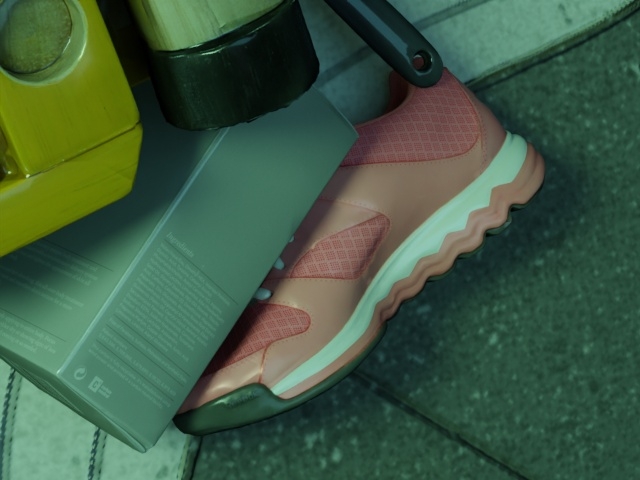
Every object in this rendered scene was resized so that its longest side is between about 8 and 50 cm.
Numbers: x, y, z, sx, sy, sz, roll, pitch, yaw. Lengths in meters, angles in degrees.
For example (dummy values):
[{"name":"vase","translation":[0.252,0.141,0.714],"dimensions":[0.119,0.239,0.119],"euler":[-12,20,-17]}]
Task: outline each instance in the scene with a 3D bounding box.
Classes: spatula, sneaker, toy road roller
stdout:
[{"name":"spatula","translation":[-0.033,-0.201,1.243],"dimensions":[0.296,0.030,0.084],"euler":[42,76,-4]},{"name":"sneaker","translation":[0.000,0.000,1.261],"dimensions":[0.314,0.116,0.136],"euler":[-42,99,-24]},{"name":"toy road roller","translation":[-0.180,-0.136,1.076],"dimensions":[0.329,0.240,0.202],"euler":[-28,116,-18]}]

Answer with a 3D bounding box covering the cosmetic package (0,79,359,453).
[{"name":"cosmetic package","translation":[-0.100,-0.010,1.179],"dimensions":[0.238,0.127,0.107],"euler":[-53,132,-12]}]
